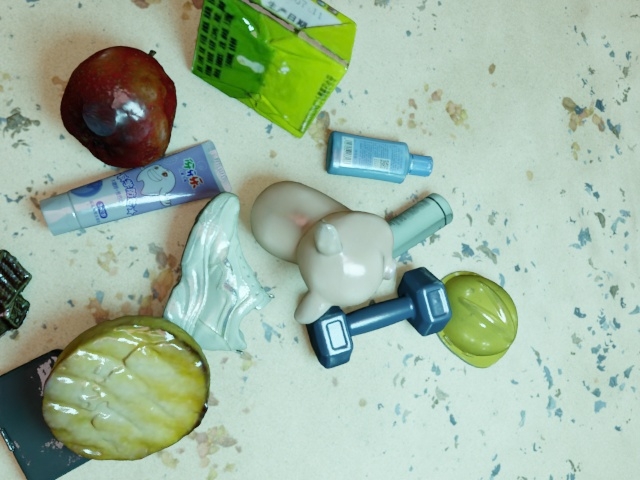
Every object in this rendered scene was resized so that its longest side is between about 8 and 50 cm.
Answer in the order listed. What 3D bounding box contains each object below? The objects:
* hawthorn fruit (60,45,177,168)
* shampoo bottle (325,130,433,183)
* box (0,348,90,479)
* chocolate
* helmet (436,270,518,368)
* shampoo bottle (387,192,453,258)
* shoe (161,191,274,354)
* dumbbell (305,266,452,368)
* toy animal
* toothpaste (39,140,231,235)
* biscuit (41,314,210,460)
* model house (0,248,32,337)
[{"bbox_3d":[-0.385,-0.287,0.965,0.210,0.230,0.266,18,67,-21],"label":"hawthorn fruit"},{"bbox_3d":[0.144,-0.192,1.165,0.258,0.061,0.104,6,84,-13],"label":"shampoo bottle"},{"bbox_3d":[-0.535,0.347,0.960,0.160,0.050,0.230,-27,93,-15],"label":"box"},{"bbox_3d":[-0.098,-0.389,1.004,0.288,0.301,0.137,30,68,-11],"label":"chocolate"},{"bbox_3d":[0.394,0.189,1.164,0.205,0.140,0.257,-39,93,-14],"label":"helmet"},{"bbox_3d":[0.188,-0.014,1.150,0.262,0.085,0.085,-32,94,-14],"label":"shampoo bottle"},{"bbox_3d":[-0.195,0.077,1.031,0.210,0.132,0.342,18,87,-14],"label":"shoe"},{"bbox_3d":[0.125,0.170,1.094,0.316,0.156,0.144,-15,119,-14],"label":"dumbbell"},{"bbox_3d":[0.000,0.000,0.996,0.326,0.269,0.237,20,124,6],"label":"toy animal"},{"bbox_3d":[-0.382,-0.106,1.031,0.371,0.080,0.125,-21,88,-22],"label":"toothpaste"},{"bbox_3d":[-0.357,0.276,0.923,0.296,0.102,0.297,-8,112,-20],"label":"biscuit"},{"bbox_3d":[-0.636,0.103,0.939,0.152,0.106,0.165,-40,132,-25],"label":"model house"}]
